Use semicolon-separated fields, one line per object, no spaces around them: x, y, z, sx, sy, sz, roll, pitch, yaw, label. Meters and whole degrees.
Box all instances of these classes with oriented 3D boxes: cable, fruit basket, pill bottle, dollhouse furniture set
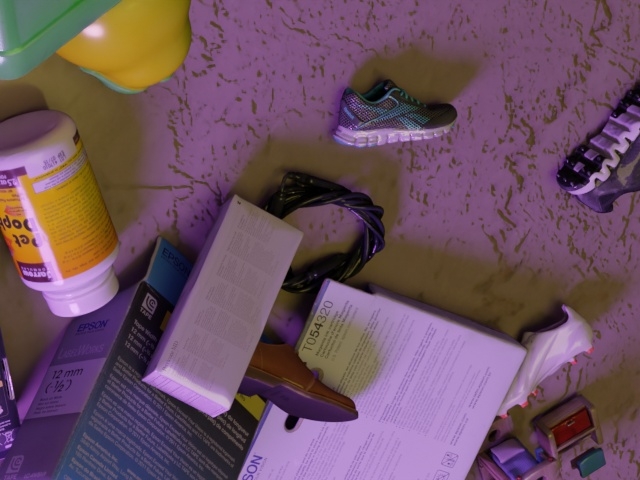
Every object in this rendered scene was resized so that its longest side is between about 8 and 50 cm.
0.000;0.000;1.875;0.184;0.047;0.150;17;101;-32;cable
-0.243;-0.316;1.514;0.283;0.392;0.392;44;85;11;fruit basket
-0.294;-0.026;1.667;0.117;0.117;0.215;-26;119;-17;pill bottle
0.326;0.297;2.108;0.184;0.129;0.129;-29;127;-13;dollhouse furniture set

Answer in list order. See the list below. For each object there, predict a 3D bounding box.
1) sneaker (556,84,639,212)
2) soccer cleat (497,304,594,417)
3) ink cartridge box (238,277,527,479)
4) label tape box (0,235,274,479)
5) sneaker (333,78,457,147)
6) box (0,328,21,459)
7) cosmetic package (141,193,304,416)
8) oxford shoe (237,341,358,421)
0.425;-0.127;2.033;0.234;0.078;0.106;-44;126;-1;sneaker
0.287;0.168;2.090;0.196;0.068;0.076;-38;96;-3;soccer cleat
0.067;0.229;1.988;0.330;0.071;0.324;21;99;-26;ink cartridge box
-0.204;0.208;1.790;0.249;0.115;0.347;47;46;-33;label tape box
0.095;-0.160;1.854;0.166;0.065;0.076;-10;110;-26;sneaker
-0.538;0.140;1.620;0.395;0.097;0.318;-17;119;-21;box
-0.112;0.074;1.752;0.099;0.060;0.239;30;64;-15;cosmetic package
-0.031;0.167;1.852;0.212;0.076;0.076;30;55;-34;oxford shoe
